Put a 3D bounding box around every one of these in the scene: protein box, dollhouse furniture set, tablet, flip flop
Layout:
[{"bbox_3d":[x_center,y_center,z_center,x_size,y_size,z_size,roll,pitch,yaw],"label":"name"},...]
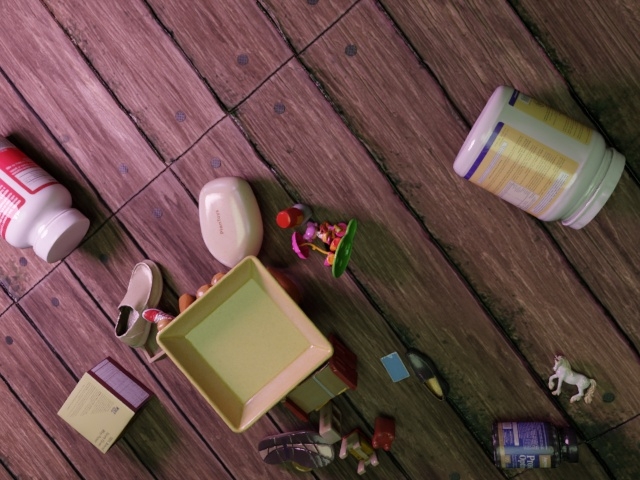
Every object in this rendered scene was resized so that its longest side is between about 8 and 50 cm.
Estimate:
[{"bbox_3d":[-0.688,0.527,2.003,0.201,0.136,0.200,39,108,3],"label":"protein box"},{"bbox_3d":[0.078,0.482,1.823,0.201,0.152,0.374,-37,110,18],"label":"dollhouse furniture set"},{"bbox_3d":[0.218,0.369,1.813,0.054,0.006,0.083,-28,96,18],"label":"tablet"},{"bbox_3d":[-0.069,0.638,1.914,0.277,0.080,0.112,-16,82,33],"label":"flip flop"}]

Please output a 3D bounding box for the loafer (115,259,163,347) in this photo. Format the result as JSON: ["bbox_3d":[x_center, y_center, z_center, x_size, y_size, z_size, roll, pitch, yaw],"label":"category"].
[{"bbox_3d":[-0.549,0.187,1.868,0.101,0.092,0.269,2,79,27],"label":"loafer"}]

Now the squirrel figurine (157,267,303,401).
[{"bbox_3d":[-0.204,0.272,1.775,0.370,0.281,0.397,-25,92,5],"label":"squirrel figurine"}]

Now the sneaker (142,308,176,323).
[{"bbox_3d":[-0.465,0.238,1.837,0.118,0.067,0.042,23,90,-27],"label":"sneaker"}]

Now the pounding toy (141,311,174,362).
[{"bbox_3d":[-0.472,0.299,1.927,0.141,0.100,0.130,-35,79,16],"label":"pounding toy"}]

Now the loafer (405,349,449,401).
[{"bbox_3d":[0.304,0.383,1.766,0.170,0.061,0.062,46,110,0],"label":"loafer"}]

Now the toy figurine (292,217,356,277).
[{"bbox_3d":[0.000,0.000,1.732,0.159,0.130,0.173,17,85,19],"label":"toy figurine"}]

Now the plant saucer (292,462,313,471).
[{"bbox_3d":[-0.055,0.695,1.954,0.083,0.015,0.084,3,104,13],"label":"plant saucer"}]

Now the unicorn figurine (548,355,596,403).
[{"bbox_3d":[0.670,0.374,1.683,0.161,0.060,0.111,19,107,-8],"label":"unicorn figurine"}]

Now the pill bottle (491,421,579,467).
[{"bbox_3d":[0.587,0.562,1.709,0.219,0.123,0.123,-6,102,15],"label":"pill bottle"}]

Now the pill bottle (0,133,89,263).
[{"bbox_3d":[-0.901,-0.126,1.847,0.407,0.229,0.229,39,109,2],"label":"pill bottle"}]

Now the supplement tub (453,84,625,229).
[{"bbox_3d":[0.514,-0.194,1.482,0.331,0.241,0.241,30,108,5],"label":"supplement tub"}]

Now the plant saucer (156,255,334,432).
[{"bbox_3d":[-0.191,0.264,1.608,0.332,0.081,0.333,-41,90,-2],"label":"plant saucer"}]

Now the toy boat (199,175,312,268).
[{"bbox_3d":[-0.186,-0.054,1.750,0.318,0.148,0.268,-4,98,22],"label":"toy boat"}]
